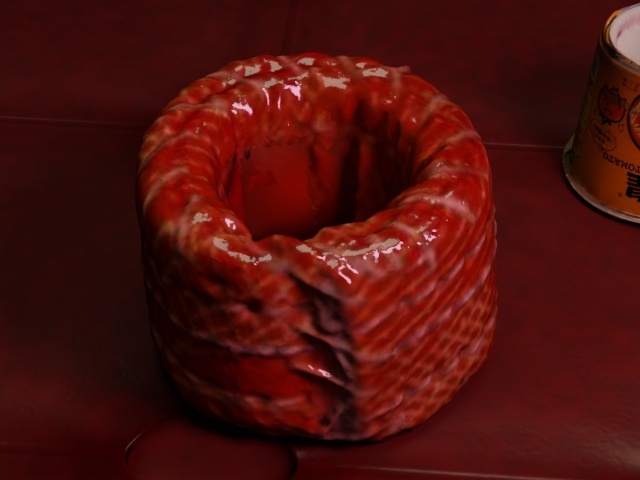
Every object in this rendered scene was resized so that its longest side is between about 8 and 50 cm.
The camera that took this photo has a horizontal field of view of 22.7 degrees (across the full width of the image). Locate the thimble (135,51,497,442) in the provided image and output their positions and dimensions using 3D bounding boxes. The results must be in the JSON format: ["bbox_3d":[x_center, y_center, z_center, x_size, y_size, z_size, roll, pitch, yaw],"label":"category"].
[{"bbox_3d":[0.000,0.000,1.463,0.350,0.231,0.350,-1,38,1],"label":"thimble"}]

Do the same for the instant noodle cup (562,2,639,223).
[{"bbox_3d":[0.369,-0.141,1.683,0.215,0.172,0.216,0,38,0],"label":"instant noodle cup"}]
